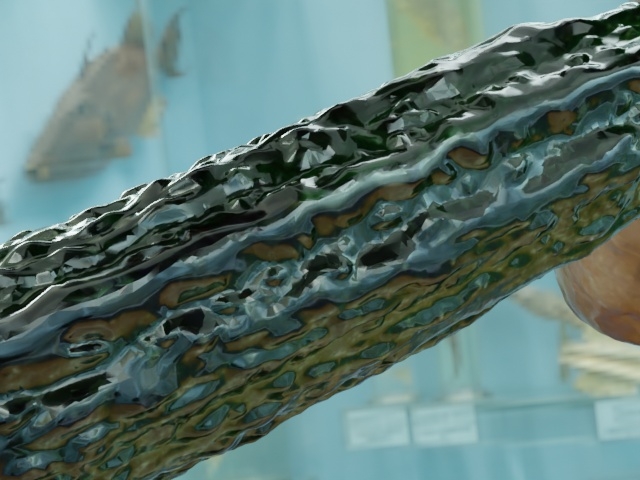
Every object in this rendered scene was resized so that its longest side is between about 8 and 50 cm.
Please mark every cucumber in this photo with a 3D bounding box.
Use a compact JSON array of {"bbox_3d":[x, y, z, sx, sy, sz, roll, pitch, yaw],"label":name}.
[{"bbox_3d":[0.001,0.001,0.423,0.265,0.077,0.077,-26,7,-16],"label":"cucumber"}]

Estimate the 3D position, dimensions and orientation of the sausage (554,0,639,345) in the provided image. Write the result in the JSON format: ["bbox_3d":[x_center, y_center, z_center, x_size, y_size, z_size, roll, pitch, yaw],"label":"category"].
[{"bbox_3d":[0.153,-0.122,0.534,0.094,0.419,0.094,32,48,22],"label":"sausage"}]
